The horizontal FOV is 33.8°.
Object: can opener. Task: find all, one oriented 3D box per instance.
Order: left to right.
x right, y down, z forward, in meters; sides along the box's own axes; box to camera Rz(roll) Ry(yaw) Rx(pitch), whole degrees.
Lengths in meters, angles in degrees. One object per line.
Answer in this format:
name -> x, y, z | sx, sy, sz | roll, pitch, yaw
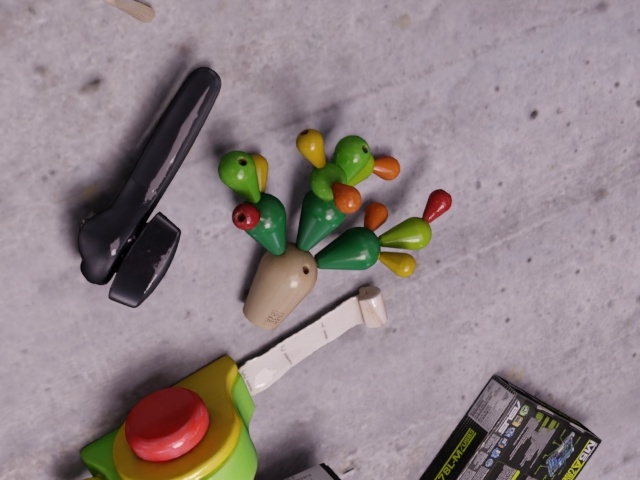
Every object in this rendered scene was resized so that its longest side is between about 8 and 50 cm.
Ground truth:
can opener -> -0.123, -0.045, 0.781 | 0.073, 0.059, 0.186 | 26, 89, -12

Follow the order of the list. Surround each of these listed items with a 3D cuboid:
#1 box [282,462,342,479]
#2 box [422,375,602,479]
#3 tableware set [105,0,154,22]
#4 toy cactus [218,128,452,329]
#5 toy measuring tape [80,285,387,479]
box -> -0.077, 0.395, 0.967 | 0.293, 0.073, 0.296 | -20, 106, -14
box -> 0.201, 0.261, 1.160 | 0.184, 0.045, 0.191 | 29, 96, -42
tableware set -> -0.155, -0.225, 0.670 | 0.194, 0.039, 0.128 | 19, 103, -38
toy cactus -> 0.000, 0.000, 0.863 | 0.219, 0.112, 0.181 | 10, 118, -45
toy measuring tape -> -0.059, 0.151, 0.886 | 0.330, 0.121, 0.121 | -29, 127, -17
